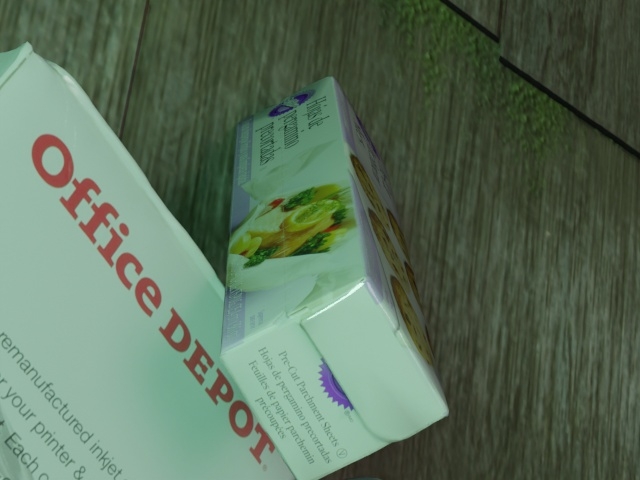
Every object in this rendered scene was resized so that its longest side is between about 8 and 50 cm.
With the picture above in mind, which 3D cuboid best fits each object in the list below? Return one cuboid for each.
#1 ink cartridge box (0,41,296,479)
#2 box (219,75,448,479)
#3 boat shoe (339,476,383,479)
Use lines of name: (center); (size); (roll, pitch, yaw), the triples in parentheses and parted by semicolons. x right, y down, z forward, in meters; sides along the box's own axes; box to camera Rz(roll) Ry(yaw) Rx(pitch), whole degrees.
ink cartridge box: (-0.158, 0.114, 0.558); (0.223, 0.129, 0.307); (57, 45, -29)
box: (0.000, 0.000, 0.688); (0.067, 0.063, 0.324); (61, 7, -17)
boat shoe: (-0.027, 0.209, 0.731); (0.228, 0.080, 0.076); (-47, 121, -42)
